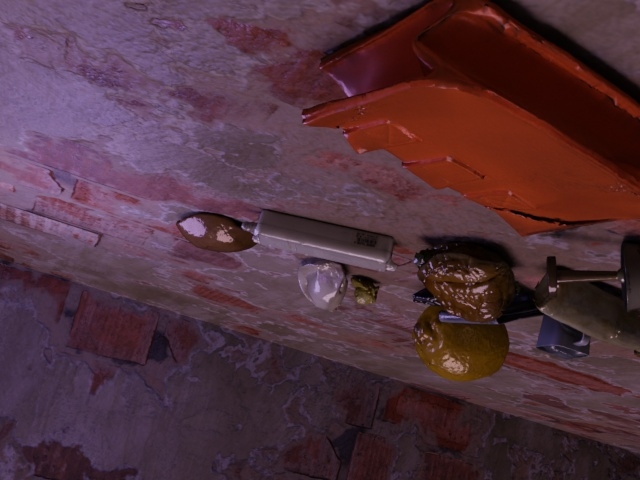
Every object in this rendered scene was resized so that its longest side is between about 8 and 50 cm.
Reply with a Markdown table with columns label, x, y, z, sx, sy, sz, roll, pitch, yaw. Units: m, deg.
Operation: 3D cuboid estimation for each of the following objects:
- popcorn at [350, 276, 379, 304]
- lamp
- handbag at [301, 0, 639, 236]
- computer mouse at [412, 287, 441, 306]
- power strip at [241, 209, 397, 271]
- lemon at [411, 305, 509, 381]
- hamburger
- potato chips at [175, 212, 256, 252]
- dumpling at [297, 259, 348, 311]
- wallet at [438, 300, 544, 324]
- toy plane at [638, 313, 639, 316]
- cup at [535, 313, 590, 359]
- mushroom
| label | x | y | z | sx | sy | sz | roll | pitch | yaw |
| --- | --- | --- | --- | --- | --- | --- | --- | --- | --- |
| popcorn | 0.108 | 0.123 | 2.111 | 0.059 | 0.068 | 0.083 | -21 | 111 | 50 |
| lamp | 0.493 | 0.062 | 1.430 | 0.215 | 0.121 | 0.121 | -2 | 160 | 14 |
| handbag | 0.219 | -0.131 | 1.041 | 0.410 | 0.116 | 0.303 | 24 | 165 | -28 |
| computer mouse | 0.298 | 0.113 | 1.861 | 0.192 | 0.062 | 0.106 | 2 | -177 | -12 |
| power strip | 0.000 | 0.000 | 1.779 | 0.338 | 0.058 | 0.098 | 12 | 165 | 6 |
| lemon | 0.339 | 0.238 | 2.045 | 0.260 | 0.204 | 0.204 | 15 | 165 | -21 |
| hamburger | 0.292 | 0.083 | 1.687 | 0.183 | 0.130 | 0.206 | 1 | 157 | 34 |
| potato chips | -0.245 | -0.007 | 1.971 | 0.208 | 0.062 | 0.195 | 8 | 165 | 15 |
| dumpling | -0.002 | 0.110 | 2.093 | 0.134 | 0.100 | 0.169 | 24 | 164 | 11 |
| wallet | 0.393 | 0.160 | 1.881 | 0.222 | 0.036 | 0.167 | -6 | -178 | -43 |
| toy plane | 0.673 | 0.122 | 1.604 | 0.130 | 0.061 | 0.189 | 19 | 168 | -19 |
| cup | 0.532 | 0.183 | 1.805 | 0.095 | 0.129 | 0.128 | 18 | 164 | -15 |
| mushroom | 0.565 | 0.149 | 1.707 | 0.312 | 0.100 | 0.081 | 24 | -177 | -20 |
